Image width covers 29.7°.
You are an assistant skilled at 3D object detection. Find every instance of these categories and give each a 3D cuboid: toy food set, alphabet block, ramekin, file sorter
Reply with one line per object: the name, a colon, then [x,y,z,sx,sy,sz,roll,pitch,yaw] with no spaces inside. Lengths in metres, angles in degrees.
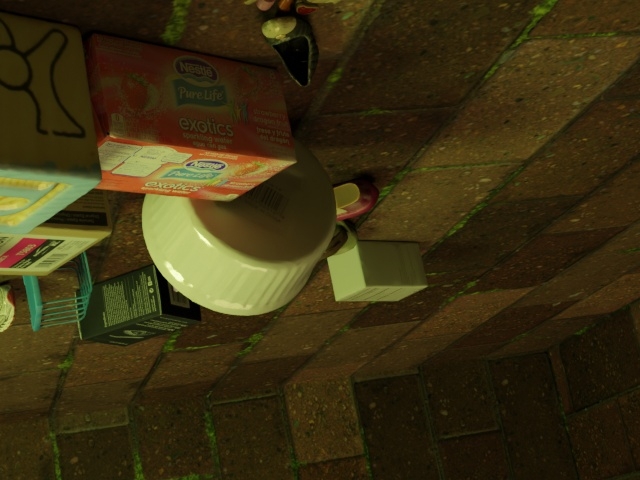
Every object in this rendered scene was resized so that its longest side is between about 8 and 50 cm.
toy food set: [-0.035,-0.288,1.418,0.078,0.019,0.122,-21,169,31]
alphabet block: [-0.386,-0.133,1.385,0.192,0.197,0.193,6,156,-44]
ramekin: [-0.110,-0.041,1.766,0.277,0.277,0.135,-3,155,-27]
file sorter: [-0.479,0.079,2.195,0.105,0.118,0.170,-10,164,-18]

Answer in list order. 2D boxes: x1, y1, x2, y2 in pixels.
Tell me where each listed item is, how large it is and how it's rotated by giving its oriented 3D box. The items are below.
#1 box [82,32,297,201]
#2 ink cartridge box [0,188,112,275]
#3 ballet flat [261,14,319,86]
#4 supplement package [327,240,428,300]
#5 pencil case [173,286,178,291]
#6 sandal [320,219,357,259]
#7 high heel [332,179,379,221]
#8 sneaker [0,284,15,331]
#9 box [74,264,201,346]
box: [-0.196,-0.150,1.550,0.300,0.142,0.154,4,158,-43]
ink cartridge box: [-0.474,-0.017,1.918,0.193,0.088,0.235,1,161,-40]
ballet flat: [-0.032,-0.240,1.507,0.058,0.049,0.173,-9,168,12]
supplement package: [0.121,0.066,2.567,0.179,0.105,0.105,2,159,-38]
pencil case: [-0.192,0.043,2.310,0.206,0.088,0.086,-9,167,-11]
sandal: [0.002,0.000,2.292,0.120,0.086,0.303,-17,163,21]
high heel: [-0.016,-0.055,2.143,0.244,0.082,0.117,-22,171,20]
sneaker: [-0.672,0.141,2.323,0.225,0.088,0.093,-21,160,31]
box: [-0.373,0.136,2.468,0.207,0.108,0.153,-18,163,23]
